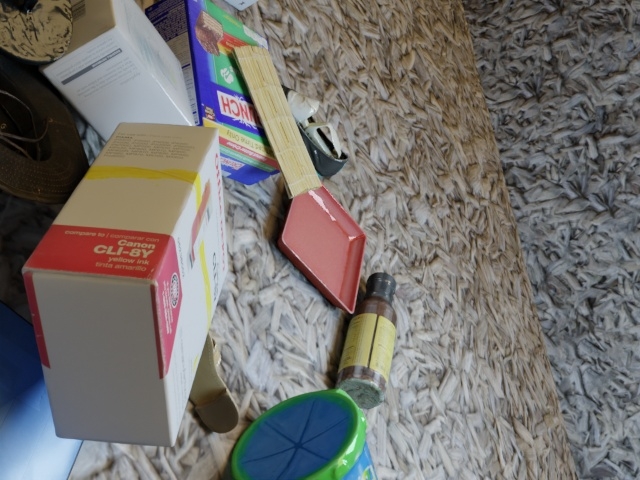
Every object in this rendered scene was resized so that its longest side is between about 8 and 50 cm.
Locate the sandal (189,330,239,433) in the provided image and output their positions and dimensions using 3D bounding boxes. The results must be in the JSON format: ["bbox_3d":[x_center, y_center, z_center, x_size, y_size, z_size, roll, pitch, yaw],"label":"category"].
[{"bbox_3d":[-0.204,0.203,1.344,0.079,0.088,0.240,-121,-172,-76],"label":"sandal"}]

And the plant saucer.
[{"bbox_3d":[0.000,0.000,1.804,0.258,0.048,0.259,48,36,-29],"label":"plant saucer"}]

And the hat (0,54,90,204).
[{"bbox_3d":[-0.461,-0.157,1.079,0.331,0.134,0.331,47,20,-24],"label":"hat"}]

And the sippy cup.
[{"bbox_3d":[0.000,0.414,1.374,0.306,0.240,0.224,-35,117,-20],"label":"sippy cup"}]

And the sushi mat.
[{"bbox_3d":[-0.086,-0.241,1.624,0.151,0.019,0.316,-23,91,-64],"label":"sushi mat"}]

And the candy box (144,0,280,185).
[{"bbox_3d":[-0.203,-0.298,1.608,0.268,0.122,0.317,20,55,-54],"label":"candy box"}]

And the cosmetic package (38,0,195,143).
[{"bbox_3d":[-0.323,-0.278,1.293,0.224,0.138,0.224,56,9,-44],"label":"cosmetic package"}]

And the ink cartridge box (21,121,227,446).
[{"bbox_3d":[-0.241,0.042,1.112,0.384,0.161,0.279,-82,175,-55],"label":"ink cartridge box"}]

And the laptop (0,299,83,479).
[{"bbox_3d":[-0.382,0.175,0.911,0.237,0.407,0.381,20,44,-9],"label":"laptop"}]

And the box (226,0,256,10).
[{"bbox_3d":[-0.210,-0.745,1.853,0.215,0.168,0.345,21,54,-51],"label":"box"}]

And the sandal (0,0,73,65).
[{"bbox_3d":[-0.433,-0.446,1.042,0.168,0.107,0.445,-27,107,-39],"label":"sandal"}]

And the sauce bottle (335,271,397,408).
[{"bbox_3d":[0.113,0.208,1.778,0.111,0.111,0.344,51,35,-25],"label":"sauce bottle"}]

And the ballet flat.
[{"bbox_3d":[-0.027,-0.275,1.896,0.280,0.096,0.095,51,34,-24],"label":"ballet flat"}]
